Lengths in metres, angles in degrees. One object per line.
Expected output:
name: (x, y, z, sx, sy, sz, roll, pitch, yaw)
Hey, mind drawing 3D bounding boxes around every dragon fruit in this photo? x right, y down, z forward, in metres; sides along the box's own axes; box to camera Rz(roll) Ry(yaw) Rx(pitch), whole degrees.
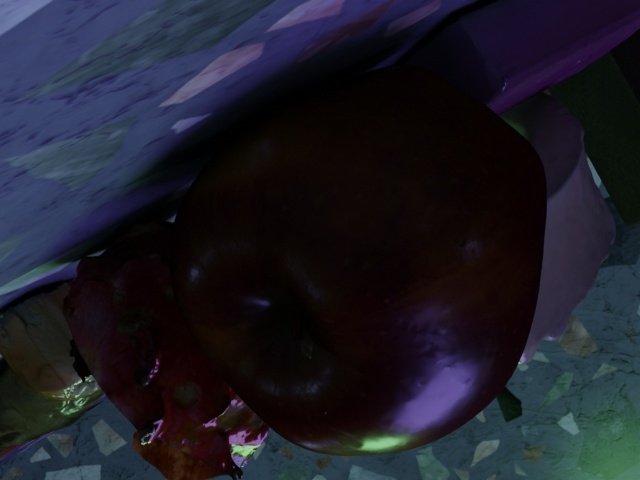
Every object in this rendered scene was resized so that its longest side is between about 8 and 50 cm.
dragon fruit: (-0.128, 0.066, 1.222, 0.161, 0.274, 0.126, 8, 134, -34)

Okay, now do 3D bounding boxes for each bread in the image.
bread: (-0.247, 0.099, 1.335, 0.082, 0.106, 0.125, -32, 174, 11)

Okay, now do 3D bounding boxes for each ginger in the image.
ginger: (-0.343, 0.186, 1.702, 0.263, 0.109, 0.116, -32, -167, 32)

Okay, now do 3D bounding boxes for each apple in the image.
apple: (0.036, 0.014, 1.110, 0.288, 0.288, 0.317, -34, -173, 42)

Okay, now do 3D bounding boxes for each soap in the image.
soap: (0.185, -0.175, 1.292, 0.259, 0.081, 0.181, -29, 176, -34)

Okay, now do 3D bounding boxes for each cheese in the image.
cheese: (0.119, 0.002, 1.401, 0.292, 0.153, 0.332, 7, -129, 40)

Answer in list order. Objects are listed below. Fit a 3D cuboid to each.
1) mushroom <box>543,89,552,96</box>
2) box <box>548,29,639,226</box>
mushroom: (0.399, -0.230, 2.313, 0.092, 0.081, 0.223, -54, 167, 28)
box: (0.477, -0.183, 2.051, 0.143, 0.273, 0.184, -26, 173, -24)
